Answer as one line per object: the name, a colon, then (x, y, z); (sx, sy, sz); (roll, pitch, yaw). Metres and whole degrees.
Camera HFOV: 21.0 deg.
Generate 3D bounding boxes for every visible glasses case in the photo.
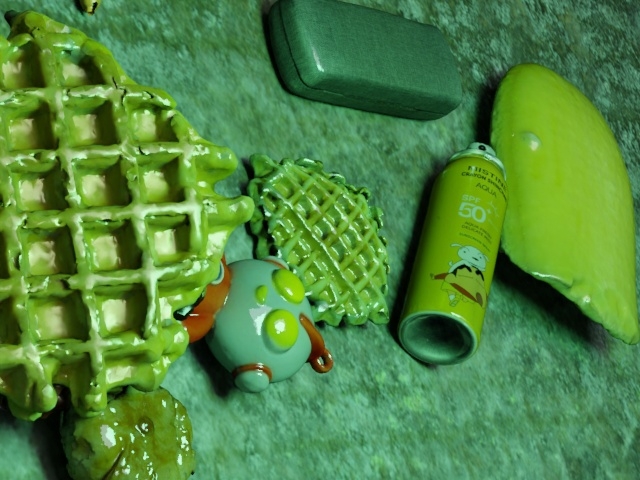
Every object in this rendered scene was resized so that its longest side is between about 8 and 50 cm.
glasses case: (0.064, -0.238, 2.271); (0.323, 0.074, 0.131); (6, 65, -49)

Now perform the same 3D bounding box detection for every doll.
doll: (-0.107, 0.058, 1.851); (0.336, 0.105, 0.199); (37, 43, -29)

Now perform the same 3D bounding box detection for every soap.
soap: (0.347, -0.062, 2.469); (0.306, 0.115, 0.427); (31, 46, -30)

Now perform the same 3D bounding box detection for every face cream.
face cream: (0.180, 0.001, 2.236); (0.105, 0.105, 0.348); (43, 40, -24)

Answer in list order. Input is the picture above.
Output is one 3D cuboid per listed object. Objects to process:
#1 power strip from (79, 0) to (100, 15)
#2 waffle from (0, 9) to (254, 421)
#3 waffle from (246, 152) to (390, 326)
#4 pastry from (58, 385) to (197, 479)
power strip: (-0.262, -0.329, 1.974); (0.049, 0.028, 0.178); (26, 50, -39)
waffle: (-0.268, -0.027, 1.630); (0.382, 0.095, 0.379); (35, 63, -11)
waffle: (0.000, 0.000, 2.060); (0.208, 0.054, 0.214); (17, 58, -40)
pastry: (-0.189, 0.198, 1.687); (0.153, 0.081, 0.153); (33, 48, -46)
